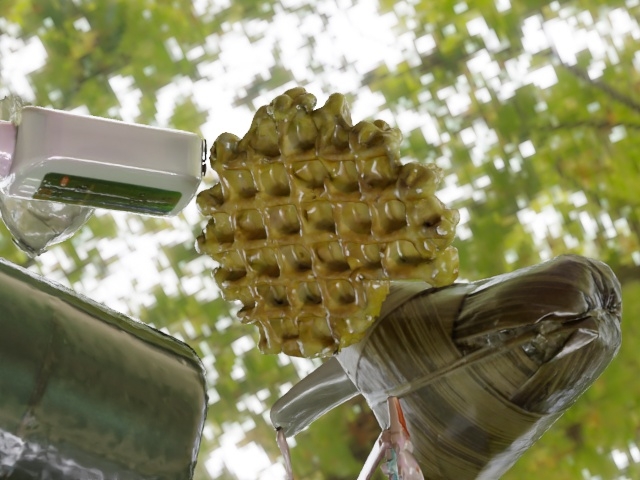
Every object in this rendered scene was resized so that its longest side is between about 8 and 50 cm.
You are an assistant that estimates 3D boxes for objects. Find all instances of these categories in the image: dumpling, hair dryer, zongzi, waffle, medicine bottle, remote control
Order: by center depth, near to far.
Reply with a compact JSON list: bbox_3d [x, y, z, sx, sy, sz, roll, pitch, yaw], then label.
[{"bbox_3d":[-0.220,0.125,0.641,0.302,0.244,0.116,-60,-155,8],"label":"hair dryer"},{"bbox_3d":[0.000,0.000,1.411,0.249,0.253,0.056,30,-148,22],"label":"waffle"},{"bbox_3d":[0.109,0.062,1.486,0.134,0.288,0.286,-22,157,-46],"label":"zongzi"},{"bbox_3d":[-0.225,-0.073,1.505,0.219,0.078,0.115,8,163,-23],"label":"medicine bottle"},{"bbox_3d":[-0.318,-0.088,1.875,0.142,0.172,0.247,-30,-161,20],"label":"dumpling"},{"bbox_3d":[0.041,0.164,1.986,0.229,0.073,0.044,-36,-127,-11],"label":"remote control"}]

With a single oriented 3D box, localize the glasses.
[{"bbox_3d":[0.037,0.224,1.204,0.095,0.255,0.162,-14,-133,-4],"label":"glasses"}]
